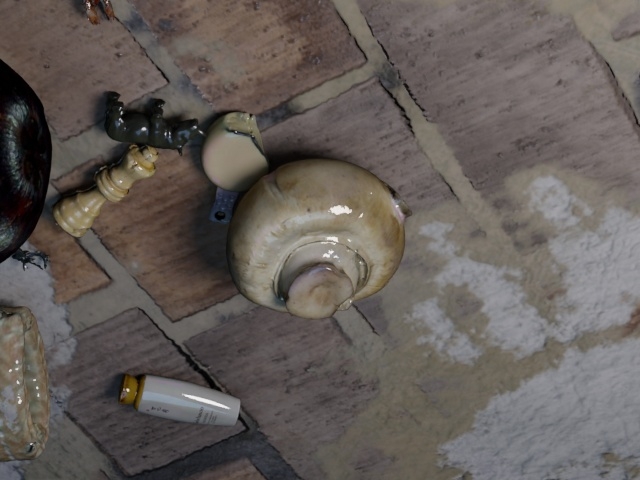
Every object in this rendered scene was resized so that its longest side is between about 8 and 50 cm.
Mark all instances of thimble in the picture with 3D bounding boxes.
[{"bbox_3d":[-0.469,0.206,2.013,0.148,0.196,0.229,-3,99,-1],"label":"thimble"}]

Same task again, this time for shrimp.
[{"bbox_3d":[-0.276,-0.296,1.704,0.029,0.038,0.092,21,143,40],"label":"shrimp"}]

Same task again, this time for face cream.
[{"bbox_3d":[-0.214,0.243,2.129,0.182,0.051,0.072,14,131,-10],"label":"face cream"}]

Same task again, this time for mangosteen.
[{"bbox_3d":[-0.477,-0.102,1.705,0.300,0.300,0.300,0,129,0],"label":"mangosteen"}]

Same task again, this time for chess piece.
[{"bbox_3d":[-0.281,-0.073,1.874,0.172,0.060,0.060,-37,120,23],"label":"chess piece"}]

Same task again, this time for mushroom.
[{"bbox_3d":[0.000,0.000,1.846,0.255,0.184,0.255,0,132,0],"label":"mushroom"}]

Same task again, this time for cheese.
[{"bbox_3d":[-0.110,-0.092,1.862,0.092,0.047,0.171,-2,129,4],"label":"cheese"}]

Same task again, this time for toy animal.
[{"bbox_3d":[-0.213,-0.147,1.813,0.136,0.047,0.065,8,122,-3],"label":"toy animal"}]

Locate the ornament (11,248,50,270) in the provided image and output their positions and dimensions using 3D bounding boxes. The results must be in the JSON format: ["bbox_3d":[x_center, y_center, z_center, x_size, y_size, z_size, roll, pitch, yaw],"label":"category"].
[{"bbox_3d":[-0.417,-0.004,1.945,0.073,0.028,0.125,-31,121,23],"label":"ornament"}]
